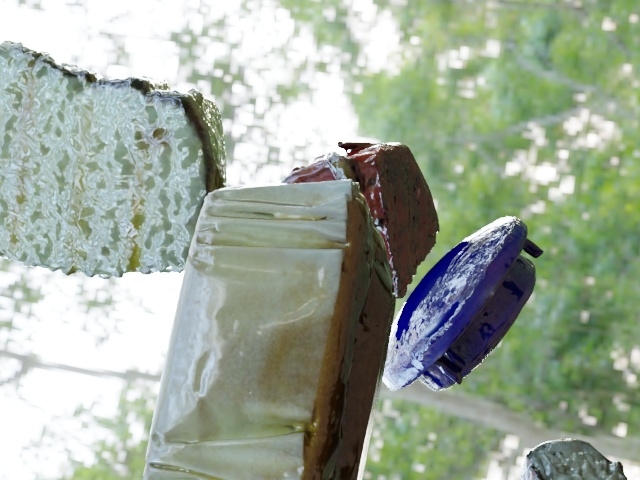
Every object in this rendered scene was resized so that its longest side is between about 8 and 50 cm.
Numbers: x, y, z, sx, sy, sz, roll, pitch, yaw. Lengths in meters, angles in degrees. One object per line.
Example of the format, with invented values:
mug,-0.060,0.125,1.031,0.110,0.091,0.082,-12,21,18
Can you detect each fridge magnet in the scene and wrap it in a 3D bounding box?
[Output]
fridge magnet,0.171,0.083,2.014,0.265,0.112,0.265,-50,5,6

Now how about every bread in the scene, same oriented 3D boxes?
bread,-0.241,-0.085,1.854,0.264,0.395,0.239,-3,-74,-68
bread,-0.018,0.077,0.971,0.192,0.109,0.210,63,-142,-72

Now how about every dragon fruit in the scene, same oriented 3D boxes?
dragon fruit,0.000,0.000,2.297,0.302,0.330,0.240,63,-170,-49

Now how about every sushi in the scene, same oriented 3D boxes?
sushi,0.297,0.328,1.831,0.147,0.212,0.115,-7,-49,-39
